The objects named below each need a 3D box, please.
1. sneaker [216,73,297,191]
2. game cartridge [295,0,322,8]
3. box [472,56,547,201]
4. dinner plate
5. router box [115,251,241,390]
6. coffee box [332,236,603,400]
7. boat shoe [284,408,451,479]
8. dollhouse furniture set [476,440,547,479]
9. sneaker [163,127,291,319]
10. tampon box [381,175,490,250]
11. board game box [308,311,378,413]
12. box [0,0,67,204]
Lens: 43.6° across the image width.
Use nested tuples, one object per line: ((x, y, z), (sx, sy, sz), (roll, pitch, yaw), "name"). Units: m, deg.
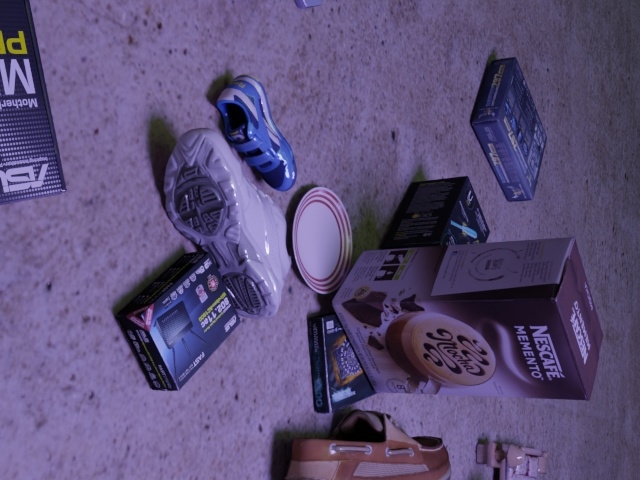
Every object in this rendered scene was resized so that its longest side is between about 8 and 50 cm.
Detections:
((-0.077, -0.117, 0.929), (0.059, 0.053, 0.144), (-46, 115, -49), "sneaker")
((-0.023, -0.353, 1.066), (0.056, 0.017, 0.083), (-34, 114, -56), "game cartridge")
((0.385, -0.220, 1.611), (0.233, 0.059, 0.183), (53, 46, -39), "box")
((0.000, 0.000, 1.058), (0.141, 0.017, 0.141), (9, 79, -54), "dinner plate")
((-0.142, 0.081, 0.821), (0.122, 0.038, 0.092), (-48, 125, -47), "router box")
((0.188, 0.102, 1.025), (0.119, 0.297, 0.168), (-56, 130, -43), "coffee box")
((0.072, 0.281, 1.043), (0.324, 0.122, 0.120), (4, 80, -56), "boat shoe")
((0.396, 0.528, 1.439), (0.355, 0.173, 0.303), (25, 66, -52), "dollhouse furniture set")
((-0.094, -0.031, 0.878), (0.115, 0.090, 0.232), (-62, 144, -47), "sneaker")
((0.183, -0.003, 1.251), (0.120, 0.101, 0.161), (62, 40, -31), "tampon box")
((0.049, 0.156, 1.103), (0.186, 0.026, 0.126), (-4, 90, -56), "board game box")
((-0.321, -0.117, 0.561), (0.270, 0.060, 0.216), (-18, 101, -55), "box")
